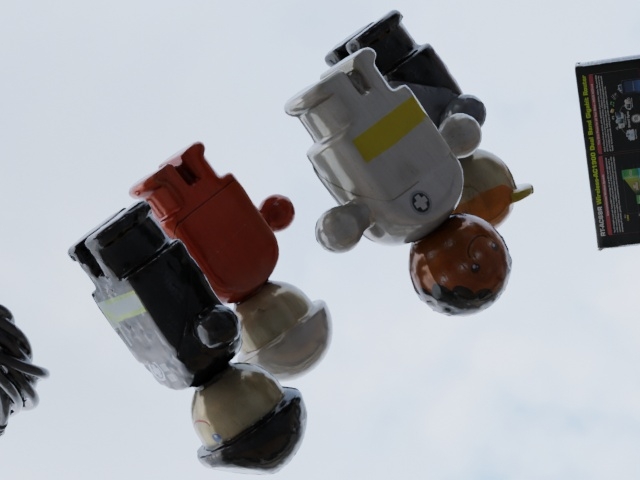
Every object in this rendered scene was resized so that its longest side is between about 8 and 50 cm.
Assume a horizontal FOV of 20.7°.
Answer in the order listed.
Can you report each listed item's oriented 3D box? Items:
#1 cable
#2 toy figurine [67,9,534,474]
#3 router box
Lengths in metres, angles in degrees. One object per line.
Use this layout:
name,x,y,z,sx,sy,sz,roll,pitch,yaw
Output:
cable,-0.235,0.061,1.012,0.150,0.184,0.047,45,-131,-7
toy figurine,0.000,0.000,0.892,0.209,0.213,0.148,-33,-82,12
router box,0.216,-0.059,1.118,0.038,0.092,0.122,-30,-67,-75
